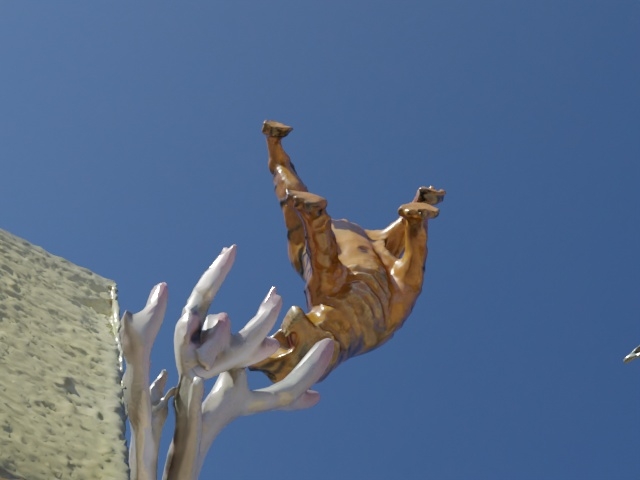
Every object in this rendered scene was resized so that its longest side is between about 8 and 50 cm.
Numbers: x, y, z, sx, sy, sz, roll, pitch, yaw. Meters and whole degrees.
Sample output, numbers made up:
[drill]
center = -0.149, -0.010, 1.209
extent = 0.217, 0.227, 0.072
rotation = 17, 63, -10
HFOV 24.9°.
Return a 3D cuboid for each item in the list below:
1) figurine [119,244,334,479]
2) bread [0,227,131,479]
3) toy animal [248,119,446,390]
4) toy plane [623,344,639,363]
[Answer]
[figurine]
center = -0.143, 0.096, 0.558
extent = 0.207, 0.284, 0.315
rotation = 6, -28, 19
[bread]
center = -0.090, 0.036, 0.416
extent = 0.068, 0.153, 0.028
rotation = 26, -73, -20
[toy animal]
center = 0.008, 0.002, 0.951
extent = 0.114, 0.255, 0.116
rotation = 12, -72, -10
[toy plane]
center = 0.248, 0.048, 0.692
extent = 0.058, 0.226, 0.226
rotation = 39, -14, -32
